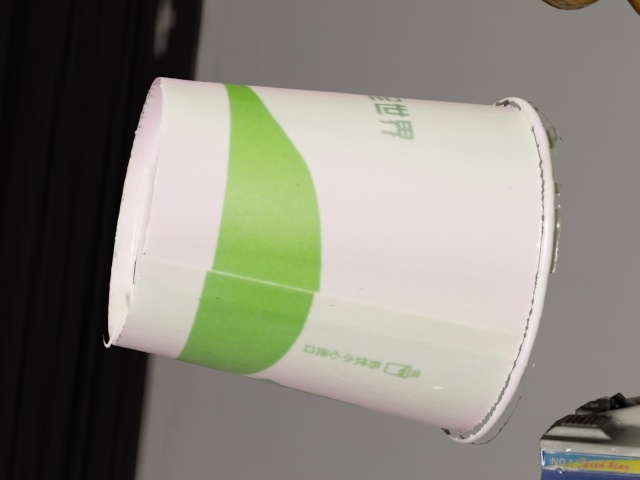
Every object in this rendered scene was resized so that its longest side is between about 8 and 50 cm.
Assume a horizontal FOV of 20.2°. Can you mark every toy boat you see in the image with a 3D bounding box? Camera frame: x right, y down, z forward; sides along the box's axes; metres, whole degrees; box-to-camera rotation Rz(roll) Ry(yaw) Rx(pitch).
[{"bbox_3d":[0.334,0.170,1.482,0.295,0.088,0.129,-1,9,31],"label":"toy boat"}]

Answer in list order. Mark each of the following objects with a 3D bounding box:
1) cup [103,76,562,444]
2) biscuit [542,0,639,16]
[{"bbox_3d":[0.000,0.000,1.249,0.274,0.253,0.253,10,0,-14],"label":"cup"},{"bbox_3d":[0.163,-0.182,0.882,0.236,0.180,0.039,28,-18,-21],"label":"biscuit"}]
